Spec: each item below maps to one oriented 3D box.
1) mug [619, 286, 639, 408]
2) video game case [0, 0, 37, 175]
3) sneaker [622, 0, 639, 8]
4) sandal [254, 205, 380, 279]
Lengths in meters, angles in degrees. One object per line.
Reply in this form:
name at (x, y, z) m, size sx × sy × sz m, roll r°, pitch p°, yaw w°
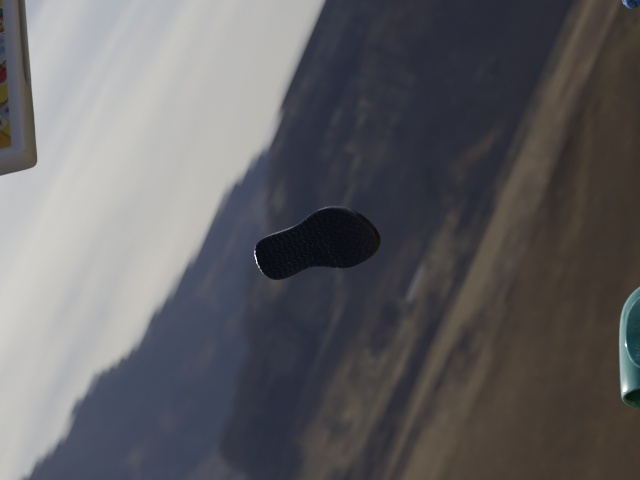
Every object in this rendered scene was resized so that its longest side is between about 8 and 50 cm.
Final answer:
mug at (0.295, 0.072, 1.505) m, size 0.158 × 0.129 × 0.097 m, roll 73°, pitch -162°, yaw -72°
video game case at (-0.291, -0.113, 1.216) m, size 0.026 × 0.227 × 0.206 m, roll 60°, pitch -160°, yaw -62°
sneaker at (0.220, -0.283, 1.563) m, size 0.082 × 0.209 × 0.069 m, roll -32°, pitch -2°, yaw 35°
sandal at (0.000, 0.000, 2.079) m, size 0.040 × 0.067 × 0.179 m, roll -24°, pitch 6°, yaw -43°
